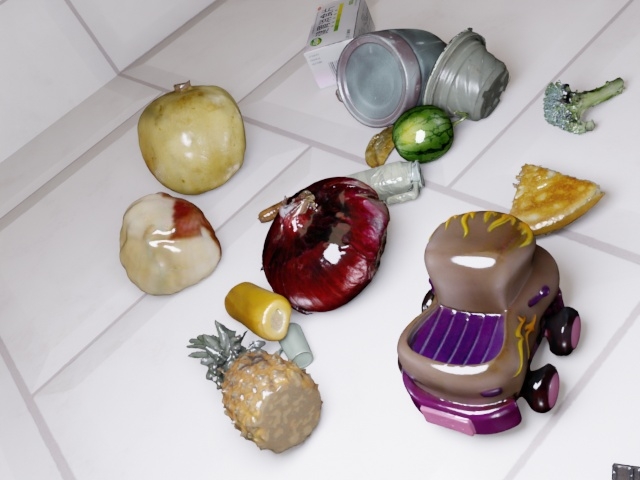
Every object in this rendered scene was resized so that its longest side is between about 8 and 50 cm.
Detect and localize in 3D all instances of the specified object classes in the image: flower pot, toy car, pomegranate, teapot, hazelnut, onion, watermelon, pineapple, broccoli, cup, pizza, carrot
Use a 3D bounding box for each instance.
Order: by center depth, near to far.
[{"bbox_3d":[0.254,0.118,0.973,0.271,0.240,0.341,6,48,37],"label":"toy car"},{"bbox_3d":[-0.146,0.261,1.146,0.169,0.169,0.340,-46,36,-18],"label":"pineapple"},{"bbox_3d":[-0.059,0.216,1.202,0.075,0.054,0.083,-31,42,-3],"label":"cup"},{"bbox_3d":[0.457,-0.088,1.208,0.201,0.053,0.193,-23,41,26],"label":"pizza"},{"bbox_3d":[0.000,0.000,1.251,0.314,0.232,0.314,-26,48,32],"label":"onion"},{"bbox_3d":[0.594,-0.315,1.344,0.204,0.118,0.122,-20,27,-14],"label":"broccoli"},{"bbox_3d":[0.144,-0.124,1.418,0.200,0.077,0.107,-15,48,17],"label":"teapot"},{"bbox_3d":[0.266,-0.260,1.440,0.187,0.141,0.141,-16,42,10],"label":"watermelon"},{"bbox_3d":[0.369,-0.384,1.475,0.140,0.235,0.235,34,69,23],"label":"flower pot"},{"bbox_3d":[-0.378,0.016,1.502,0.261,0.261,0.241,-27,8,4],"label":"hazelnut"},{"bbox_3d":[-0.090,-0.092,1.558,0.165,0.036,0.036,-30,40,-3],"label":"carrot"},{"bbox_3d":[0.200,-0.438,1.611,0.312,0.233,0.315,-26,12,-40],"label":"teapot"},{"bbox_3d":[-0.368,-0.297,1.726,0.332,0.332,0.332,-17,42,15],"label":"pomegranate"}]

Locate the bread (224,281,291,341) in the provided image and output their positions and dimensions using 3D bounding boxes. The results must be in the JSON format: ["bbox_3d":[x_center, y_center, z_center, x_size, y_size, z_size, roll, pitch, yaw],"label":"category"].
[{"bbox_3d":[-0.139,0.143,1.255,0.239,0.074,0.093,11,90,62],"label":"bread"}]

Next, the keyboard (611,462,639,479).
[{"bbox_3d":[0.410,0.372,0.793,0.053,0.010,0.155,-1,48,31],"label":"keyboard"}]

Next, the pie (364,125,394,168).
[{"bbox_3d":[0.168,-0.254,1.574,0.092,0.034,0.170,24,69,42],"label":"pie"}]

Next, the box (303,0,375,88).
[{"bbox_3d":[0.068,-0.664,1.972,0.173,0.145,0.333,-9,45,21],"label":"box"}]
